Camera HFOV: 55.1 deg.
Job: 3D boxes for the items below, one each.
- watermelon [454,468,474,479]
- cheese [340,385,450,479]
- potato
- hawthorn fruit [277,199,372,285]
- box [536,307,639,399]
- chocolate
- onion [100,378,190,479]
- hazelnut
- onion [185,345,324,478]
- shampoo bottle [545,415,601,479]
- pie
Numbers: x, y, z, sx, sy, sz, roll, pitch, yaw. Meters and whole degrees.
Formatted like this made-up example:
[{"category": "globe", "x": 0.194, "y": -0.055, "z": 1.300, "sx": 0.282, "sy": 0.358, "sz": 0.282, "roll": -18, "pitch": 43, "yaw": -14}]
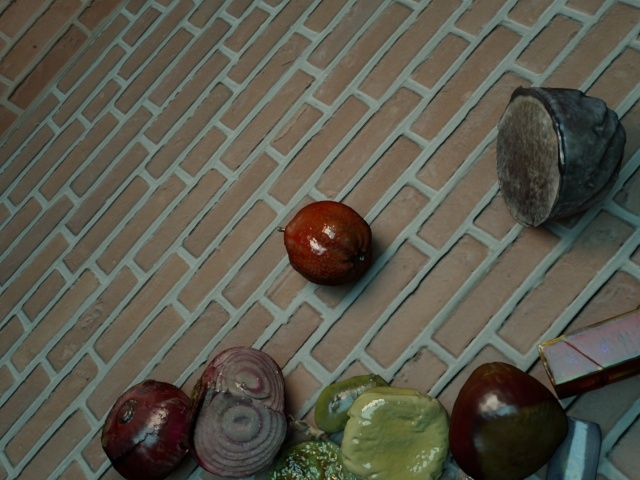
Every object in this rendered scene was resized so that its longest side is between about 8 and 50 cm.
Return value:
[{"category": "watermelon", "x": 0.300, "y": 0.522, "z": 1.217, "sx": 0.187, "sy": 0.071, "sz": 0.139, "roll": -34, "pitch": 56, "yaw": 8}, {"category": "cheese", "x": 0.158, "y": 0.414, "z": 1.267, "sx": 0.226, "sy": 0.117, "sz": 0.213, "roll": 8, "pitch": 85, "yaw": 2}, {"category": "potato", "x": 0.069, "y": 0.359, "z": 1.370, "sx": 0.188, "sy": 0.085, "sz": 0.105, "roll": -24, "pitch": 68, "yaw": 8}, {"category": "hawthorn fruit", "x": 0.000, "y": 0.000, "z": 1.476, "sx": 0.253, "sy": 0.205, "sz": 0.205, "roll": 25, "pitch": 82, "yaw": 34}, {"category": "box", "x": 0.578, "y": 0.199, "z": 1.146, "sx": 0.314, "sy": 0.197, "sz": 0.089, "roll": -23, "pitch": 63, "yaw": 14}, {"category": "chocolate", "x": 0.525, "y": -0.179, "z": 1.296, "sx": 0.213, "sy": 0.303, "sz": 0.303, "roll": -7, "pitch": 65, "yaw": -7}, {"category": "onion", "x": -0.416, "y": 0.455, "z": 1.481, "sx": 0.247, "sy": 0.190, "sz": 0.246, "roll": -20, "pitch": 46, "yaw": 22}, {"category": "hazelnut", "x": 0.346, "y": 0.356, "z": 1.191, "sx": 0.230, "sy": 0.229, "sz": 0.229, "roll": -8, "pitch": 67, "yaw": 20}, {"category": "onion", "x": -0.189, "y": 0.381, "z": 1.398, "sx": 0.256, "sy": 0.272, "sz": 0.230, "roll": -42, "pitch": 21, "yaw": 5}, {"category": "shampoo bottle", "x": 0.477, "y": 0.459, "z": 1.172, "sx": 0.087, "sy": 0.049, "sz": 0.233, "roll": 9, "pitch": 74, "yaw": 28}, {"category": "pie", "x": -0.017, "y": 0.553, "z": 1.347, "sx": 0.241, "sy": 0.054, "sz": 0.240, "roll": -9, "pitch": 66, "yaw": 21}]
